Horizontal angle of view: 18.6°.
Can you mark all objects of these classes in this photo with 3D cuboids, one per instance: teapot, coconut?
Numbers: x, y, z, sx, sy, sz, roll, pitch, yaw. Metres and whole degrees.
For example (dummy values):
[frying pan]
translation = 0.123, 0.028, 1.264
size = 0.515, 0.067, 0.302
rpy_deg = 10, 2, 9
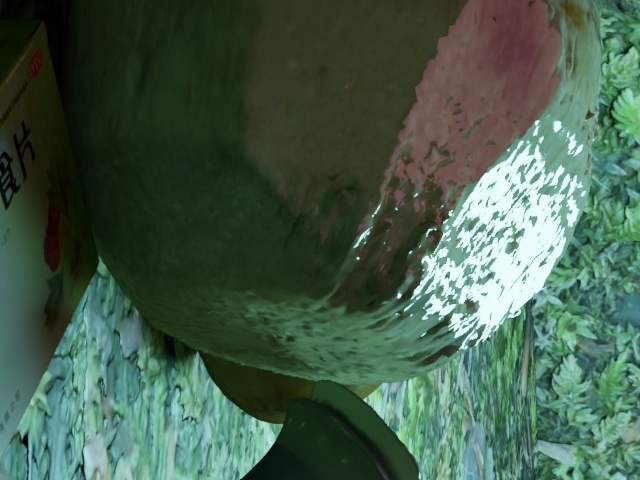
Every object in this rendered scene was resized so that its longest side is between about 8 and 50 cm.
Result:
[teapot]
translation = -0.061, 0.200, 1.219
size = 0.251, 0.183, 0.183
rpy_deg = -38, 141, -21
[coconut]
translation = 0.009, -0.124, 1.263
size = 0.415, 0.344, 0.415
rpy_deg = 7, 90, -79

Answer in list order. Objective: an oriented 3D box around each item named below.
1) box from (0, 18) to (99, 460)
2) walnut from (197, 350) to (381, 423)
[box]
translation = -0.199, 0.020, 1.047
size = 0.260, 0.062, 0.175
rpy_deg = -68, 156, -51
[walnut]
translation = 0.000, 0.000, 1.539
size = 0.203, 0.203, 0.298
rpy_deg = 59, 43, -64
